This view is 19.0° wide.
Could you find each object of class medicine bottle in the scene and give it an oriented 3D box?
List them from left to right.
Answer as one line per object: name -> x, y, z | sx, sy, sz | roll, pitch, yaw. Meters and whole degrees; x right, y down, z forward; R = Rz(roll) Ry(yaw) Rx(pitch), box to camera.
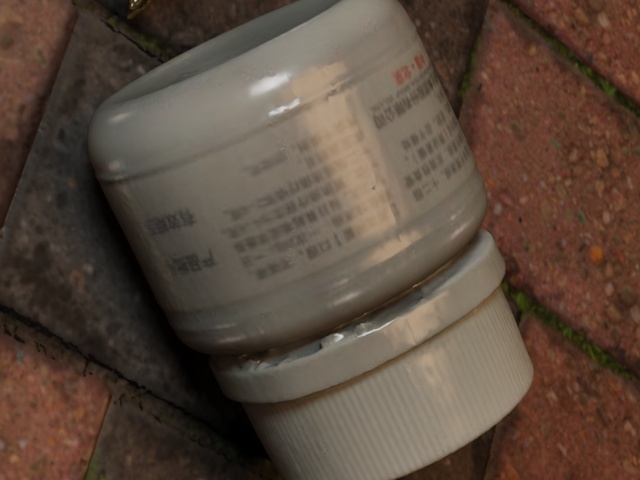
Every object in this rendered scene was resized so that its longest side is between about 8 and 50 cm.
medicine bottle -> 0.000, 0.000, 1.342 | 0.245, 0.245, 0.306 | -35, 106, -41

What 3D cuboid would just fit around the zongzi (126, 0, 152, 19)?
zongzi -> -0.023, -0.281, 1.477 | 0.260, 0.123, 0.289 | 15, 81, -43
